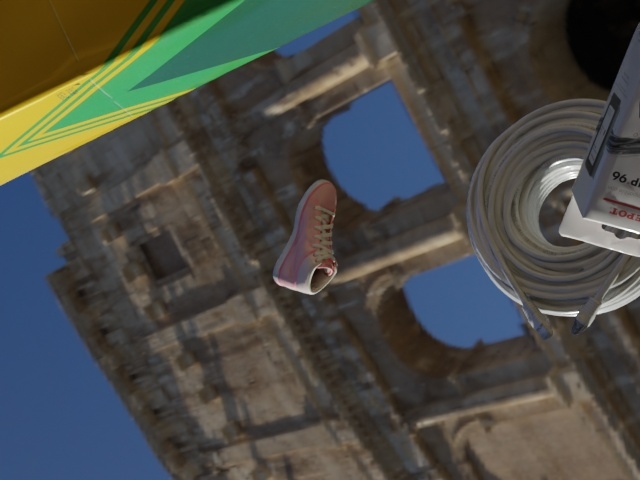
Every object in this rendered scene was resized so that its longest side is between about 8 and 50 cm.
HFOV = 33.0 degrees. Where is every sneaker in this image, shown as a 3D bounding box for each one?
[{"bbox_3d":[0.000,0.000,1.244,0.051,0.070,0.134,23,-89,-47],"label":"sneaker"}]

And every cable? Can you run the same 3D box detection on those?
[{"bbox_3d":[0.303,-0.036,1.291,0.257,0.257,0.089,53,-165,29],"label":"cable"}]

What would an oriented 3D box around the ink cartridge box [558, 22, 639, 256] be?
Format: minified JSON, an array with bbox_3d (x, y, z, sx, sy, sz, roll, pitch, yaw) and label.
[{"bbox_3d":[0.120,-0.028,0.376,0.048,0.083,0.028,15,-156,-2],"label":"ink cartridge box"}]

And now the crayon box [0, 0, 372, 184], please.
[{"bbox_3d":[-0.137,-0.261,0.605,0.106,0.313,0.363,55,-171,-81],"label":"crayon box"}]
